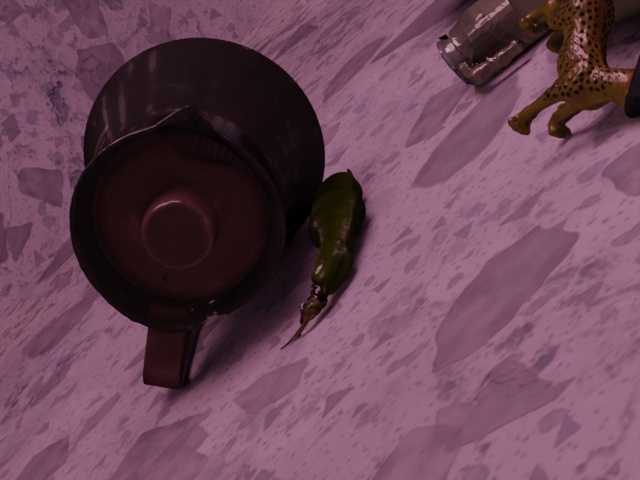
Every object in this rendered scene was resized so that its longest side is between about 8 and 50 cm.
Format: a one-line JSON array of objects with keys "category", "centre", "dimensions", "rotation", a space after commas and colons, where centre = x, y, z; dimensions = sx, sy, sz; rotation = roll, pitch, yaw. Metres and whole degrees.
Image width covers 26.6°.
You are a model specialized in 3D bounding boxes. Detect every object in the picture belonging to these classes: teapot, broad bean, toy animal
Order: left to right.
[{"category": "teapot", "centre": [-0.158, -0.033, 1.611], "dimensions": [0.362, 0.305, 0.376], "rotation": [-82, 2, -70]}, {"category": "broad bean", "centre": [0.008, -0.006, 1.536], "dimensions": [0.098, 0.056, 0.318], "rotation": [-40, 16, 31]}, {"category": "teapot", "centre": [0.237, -0.261, 1.611], "dimensions": [0.200, 0.077, 0.107], "rotation": [-37, 36, 21]}, {"category": "toy animal", "centre": [0.248, -0.183, 1.267], "dimensions": [0.136, 0.073, 0.181], "rotation": [-34, 42, 52]}]

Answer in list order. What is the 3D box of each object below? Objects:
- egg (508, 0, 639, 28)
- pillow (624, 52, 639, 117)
[{"category": "egg", "centre": [0.293, -0.333, 1.381], "dimensions": [0.295, 0.218, 0.218], "rotation": [-44, 11, 46]}, {"category": "pillow", "centre": [0.356, -0.201, 1.080], "dimensions": [0.250, 0.106, 0.186], "rotation": [-22, 33, 56]}]
